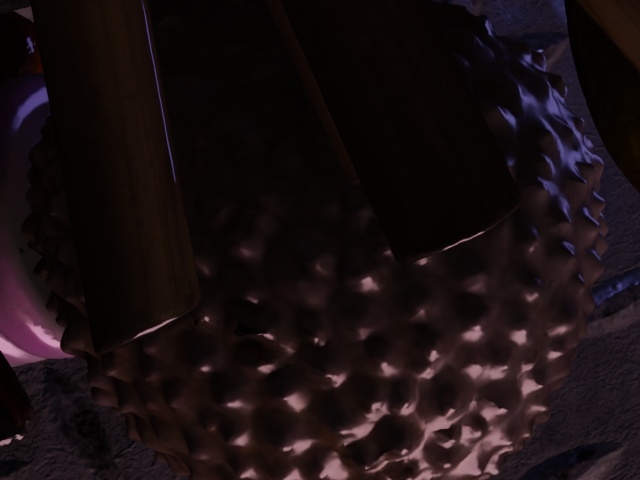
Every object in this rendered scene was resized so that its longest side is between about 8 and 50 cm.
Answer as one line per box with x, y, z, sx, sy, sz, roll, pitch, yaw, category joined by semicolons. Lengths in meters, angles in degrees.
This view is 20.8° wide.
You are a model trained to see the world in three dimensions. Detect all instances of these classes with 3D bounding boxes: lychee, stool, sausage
0.000;0.000;1.191;0.380;0.432;0.380;-38;-146;32;lychee
0.008;-0.122;0.824;0.310;0.226;0.310;-19;-168;45;stool
-0.256;-0.150;1.392;0.076;0.076;0.197;-27;-172;-1;sausage

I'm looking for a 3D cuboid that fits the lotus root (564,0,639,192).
0.251;-0.167;0.969;0.250;0.346;0.250;0;-164;0;lotus root

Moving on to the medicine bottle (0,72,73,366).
-0.319;0.001;1.320;0.325;0.212;0.212;-8;-165;26;medicine bottle

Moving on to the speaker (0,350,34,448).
-0.344;0.043;1.127;0.329;0.259;0.198;-30;161;15;speaker

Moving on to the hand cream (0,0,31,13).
-0.168;-0.191;1.204;0.194;0.042;0.067;-23;-166;-15;hand cream
